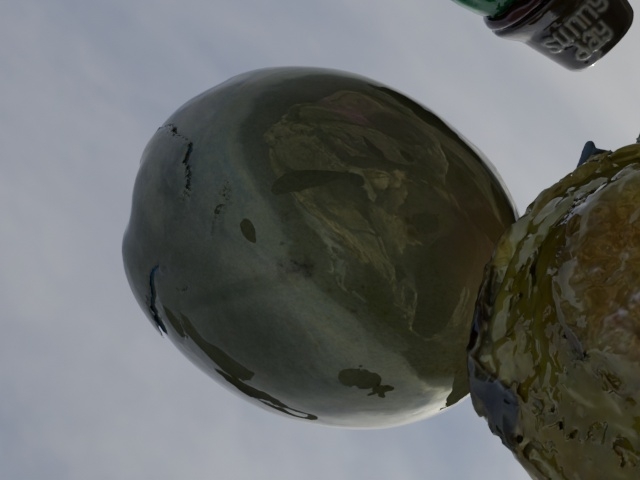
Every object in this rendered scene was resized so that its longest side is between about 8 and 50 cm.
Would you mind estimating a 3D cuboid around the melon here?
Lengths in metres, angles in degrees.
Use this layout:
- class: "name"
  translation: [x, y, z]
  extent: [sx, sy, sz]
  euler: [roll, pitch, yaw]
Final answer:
- class: "melon"
  translation: [0.000, 0.000, 1.487]
  extent: [0.330, 0.268, 0.268]
  euler: [24, -161, 25]

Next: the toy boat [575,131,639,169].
- class: "toy boat"
  translation: [0.244, -0.043, 1.512]
  extent: [0.100, 0.097, 0.223]
  euler: [62, -134, -60]

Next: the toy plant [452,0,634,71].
- class: "toy plant"
  translation: [0.173, -0.234, 1.613]
  extent: [0.200, 0.143, 0.105]
  euler: [42, -157, -12]

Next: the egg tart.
- class: "egg tart"
  translation: [0.250, 0.048, 1.239]
  extent: [0.132, 0.341, 0.341]
  euler: [58, -164, -55]
